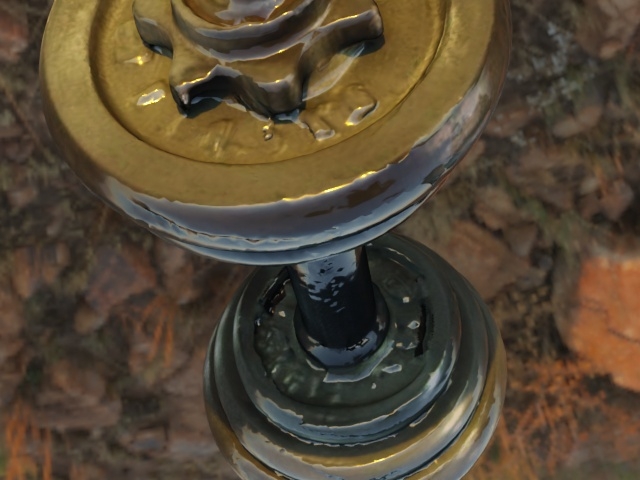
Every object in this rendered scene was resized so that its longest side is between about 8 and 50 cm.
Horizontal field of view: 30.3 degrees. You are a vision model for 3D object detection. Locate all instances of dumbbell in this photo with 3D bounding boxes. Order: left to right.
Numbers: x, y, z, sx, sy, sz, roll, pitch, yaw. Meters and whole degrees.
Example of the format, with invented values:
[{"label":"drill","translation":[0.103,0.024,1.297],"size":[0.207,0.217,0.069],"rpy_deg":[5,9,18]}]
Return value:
[{"label":"dumbbell","translation":[0.000,0.000,0.554],"size":[0.179,0.179,0.406],"rpy_deg":[-14,148,0]}]
